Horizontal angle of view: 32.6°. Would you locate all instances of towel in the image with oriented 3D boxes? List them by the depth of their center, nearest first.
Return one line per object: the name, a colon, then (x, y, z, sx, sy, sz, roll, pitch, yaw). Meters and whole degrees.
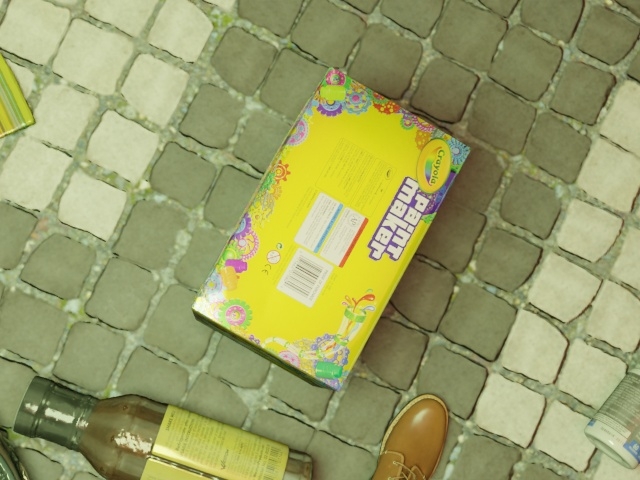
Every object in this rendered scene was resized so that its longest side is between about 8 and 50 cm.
towel: (-0.475, -0.137, 1.332, 0.237, 0.021, 0.102, -26, 82, -7)

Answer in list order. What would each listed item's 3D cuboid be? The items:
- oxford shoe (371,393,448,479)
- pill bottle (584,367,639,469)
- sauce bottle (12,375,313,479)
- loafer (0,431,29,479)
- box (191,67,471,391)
oxford shoe: (0.099, 0.284, 1.322, 0.076, 0.076, 0.212, 28, 80, -1)
pill bottle: (0.398, 0.209, 1.360, 0.078, 0.078, 0.137, 40, 82, -1)
sauce bottle: (-0.182, 0.244, 1.276, 0.344, 0.111, 0.111, 22, 82, -4)
loafer: (-0.393, 0.239, 1.268, 0.096, 0.084, 0.268, -30, 91, 25)
box: (0.000, 0.000, 1.237, 0.177, 0.279, 0.290, 30, 82, -2)
